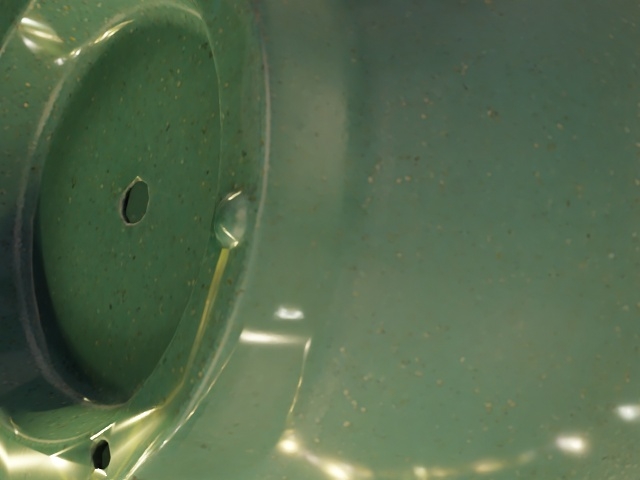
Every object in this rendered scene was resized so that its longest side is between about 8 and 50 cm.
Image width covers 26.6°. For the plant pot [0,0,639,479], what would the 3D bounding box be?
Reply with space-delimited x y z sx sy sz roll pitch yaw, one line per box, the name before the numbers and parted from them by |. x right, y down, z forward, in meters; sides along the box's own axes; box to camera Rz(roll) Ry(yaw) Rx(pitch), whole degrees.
plant pot | 0.000 0.000 0.429 0.293 0.196 0.293 -15 70 46
